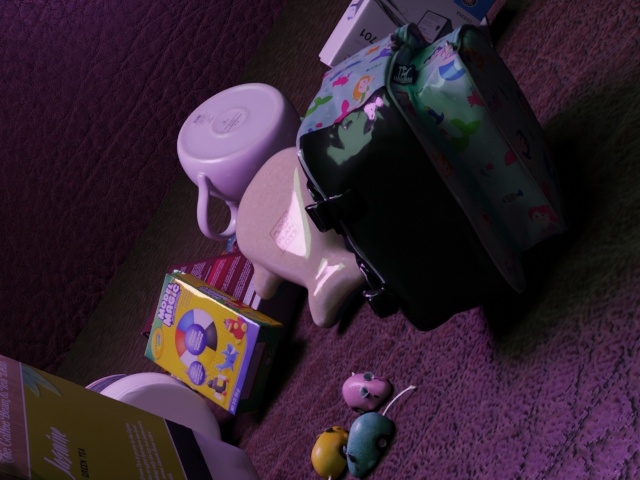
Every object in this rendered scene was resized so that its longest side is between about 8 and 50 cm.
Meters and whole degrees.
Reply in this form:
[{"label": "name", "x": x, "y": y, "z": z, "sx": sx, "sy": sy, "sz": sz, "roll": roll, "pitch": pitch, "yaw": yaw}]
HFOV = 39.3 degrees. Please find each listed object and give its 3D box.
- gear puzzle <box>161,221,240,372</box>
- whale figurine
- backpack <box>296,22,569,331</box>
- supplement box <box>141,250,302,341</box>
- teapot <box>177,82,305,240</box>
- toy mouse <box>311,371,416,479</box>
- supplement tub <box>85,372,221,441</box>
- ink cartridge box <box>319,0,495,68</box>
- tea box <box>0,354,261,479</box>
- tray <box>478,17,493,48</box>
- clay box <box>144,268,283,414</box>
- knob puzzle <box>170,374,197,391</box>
[{"label": "gear puzzle", "x": -0.225, "y": 0.103, "z": 1.736, "sx": 0.339, "sy": 0.044, "sz": 0.175, "roll": -59, "pitch": 16, "yaw": 4}, {"label": "whale figurine", "x": 0.000, "y": 0.000, "z": 1.161, "sx": 0.216, "sy": 0.141, "sz": 0.272, "roll": -54, "pitch": 42, "yaw": 17}, {"label": "backpack", "x": 0.097, "y": -0.077, "z": 0.796, "sx": 0.191, "sy": 0.225, "sz": 0.253, "roll": -30, "pitch": 20, "yaw": 16}, {"label": "supplement box", "x": -0.143, "y": 0.090, "z": 1.325, "sx": 0.239, "sy": 0.073, "sz": 0.130, "roll": -11, "pitch": 46, "yaw": 38}, {"label": "teapot", "x": -0.135, "y": -0.155, "z": 1.688, "sx": 0.256, "sy": 0.187, "sz": 0.252, "roll": -25, "pitch": 42, "yaw": 3}, {"label": "toy mouse", "x": 0.038, "y": 0.171, "z": 0.869, "sx": 0.143, "sy": 0.031, "sz": 0.161, "roll": -46, "pitch": 21, "yaw": 38}, {"label": "supplement tub", "x": -0.258, "y": 0.284, "z": 1.266, "sx": 0.191, "sy": 0.191, "sz": 0.272, "roll": -65, "pitch": 17, "yaw": -18}, {"label": "ink cartridge box", "x": 0.108, "y": -0.269, "z": 1.120, "sx": 0.190, "sy": 0.140, "sz": 0.082, "roll": -57, "pitch": 18, "yaw": 10}, {"label": "tea box", "x": -0.254, "y": 0.340, "z": 0.870, "sx": 0.329, "sy": 0.323, "sz": 0.220, "roll": -58, "pitch": 27, "yaw": 7}, {"label": "tray", "x": 0.162, "y": -0.189, "z": 1.129, "sx": 0.145, "sy": 0.030, "sz": 0.270, "roll": -51, "pitch": 18, "yaw": 31}, {"label": "clay box", "x": -0.158, "y": 0.131, "z": 1.219, "sx": 0.222, "sy": 0.053, "sz": 0.127, "roll": 23, "pitch": 102, "yaw": 36}, {"label": "knob puzzle", "x": -0.224, "y": 0.195, "z": 1.570, "sx": 0.213, "sy": 0.030, "sz": 0.213, "roll": -46, "pitch": 28, "yaw": 33}]
